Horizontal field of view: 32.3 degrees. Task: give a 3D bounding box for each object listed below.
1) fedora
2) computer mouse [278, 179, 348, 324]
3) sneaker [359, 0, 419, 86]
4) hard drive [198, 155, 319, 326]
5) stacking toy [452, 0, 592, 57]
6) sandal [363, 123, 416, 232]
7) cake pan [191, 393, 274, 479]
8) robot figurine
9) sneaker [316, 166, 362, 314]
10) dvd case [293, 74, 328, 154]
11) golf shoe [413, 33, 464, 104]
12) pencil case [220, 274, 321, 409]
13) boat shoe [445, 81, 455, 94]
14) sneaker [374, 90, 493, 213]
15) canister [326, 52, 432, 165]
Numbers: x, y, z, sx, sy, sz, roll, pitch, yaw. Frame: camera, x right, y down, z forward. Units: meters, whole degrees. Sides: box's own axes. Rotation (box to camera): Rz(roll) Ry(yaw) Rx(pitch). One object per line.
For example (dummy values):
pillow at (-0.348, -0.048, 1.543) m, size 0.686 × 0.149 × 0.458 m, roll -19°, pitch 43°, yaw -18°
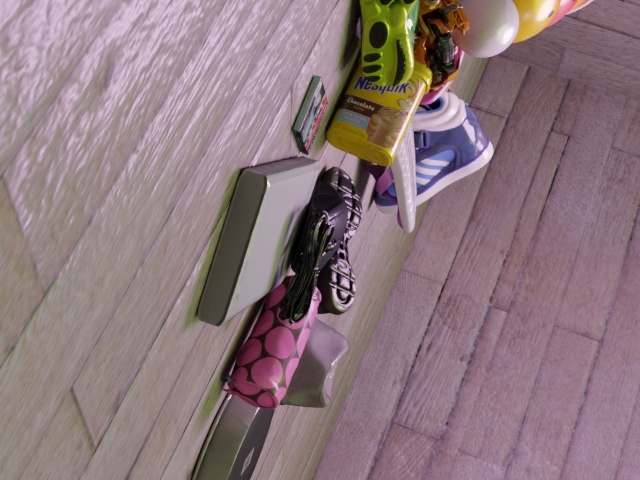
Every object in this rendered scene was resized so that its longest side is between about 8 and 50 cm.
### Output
fedora at (-0.023, 0.236, 2.093) m, size 0.275 × 0.124 × 0.243 m, roll 37°, pitch 73°, yaw -81°
computer mouse at (0.000, 0.000, 1.702) m, size 0.272 × 0.072 × 0.188 m, roll -84°, pitch -169°, yaw -65°
sneaker at (0.103, -0.374, 1.676) m, size 0.295 × 0.110 × 0.123 m, roll 98°, pitch -8°, yaw -46°
hard drive at (-0.078, -0.009, 1.517) m, size 0.307 × 0.040 × 0.203 m, roll -33°, pitch 142°, yaw -76°
stacking toy at (0.348, -0.471, 2.040) m, size 0.350 × 0.351 × 0.480 m, roll 101°, pitch 13°, yaw -45°
sandal at (0.139, -0.175, 2.287) m, size 0.416 × 0.102 × 0.169 m, roll 76°, pitch 18°, yaw -52°
cake pan at (-0.146, 0.358, 1.859) m, size 0.293 × 0.054 × 0.293 m, roll 20°, pitch 90°, yaw -81°
robot figurine at (0.180, -0.361, 1.871) m, size 0.085 × 0.211 × 0.291 m, roll -24°, pitch 172°, yaw -6°
sneaker at (0.000, 0.000, 1.869) m, size 0.101 × 0.106 × 0.267 m, roll 31°, pitch 56°, yaw -43°
dvd case at (-0.013, -0.180, 1.608) m, size 0.119 × 0.013 × 0.087 m, roll 68°, pitch 42°, yaw -78°
golf shoe at (0.282, -0.434, 2.416) m, size 0.140 × 0.115 × 0.306 m, roll 19°, pitch 92°, yaw -67°
pencil case at (-0.075, 0.156, 1.736) m, size 0.095 × 0.098 × 0.209 m, roll 44°, pitch 56°, yaw -30°
boat shoe at (0.260, -0.317, 2.610) m, size 0.341 × 0.110 × 0.121 m, roll 90°, pitch 22°, yaw -65°
sneaker at (0.210, -0.220, 2.536) m, size 0.323 × 0.236 × 0.130 m, roll -27°, pitch -149°, yaw 25°
canister at (0.095, -0.219, 1.813) m, size 0.073 × 0.126 × 0.169 m, roll 85°, pitch 28°, yaw -70°
